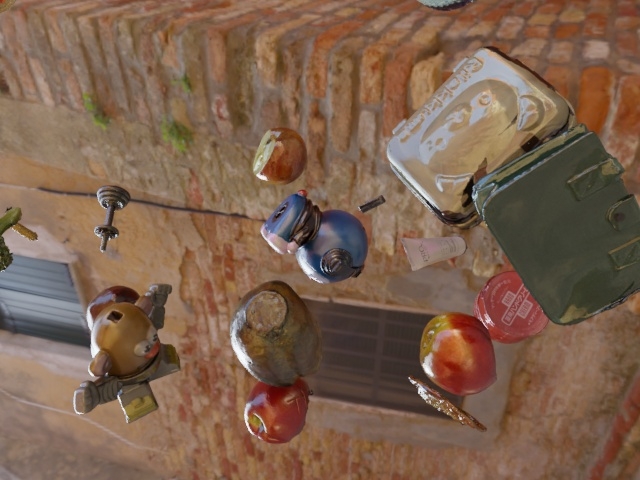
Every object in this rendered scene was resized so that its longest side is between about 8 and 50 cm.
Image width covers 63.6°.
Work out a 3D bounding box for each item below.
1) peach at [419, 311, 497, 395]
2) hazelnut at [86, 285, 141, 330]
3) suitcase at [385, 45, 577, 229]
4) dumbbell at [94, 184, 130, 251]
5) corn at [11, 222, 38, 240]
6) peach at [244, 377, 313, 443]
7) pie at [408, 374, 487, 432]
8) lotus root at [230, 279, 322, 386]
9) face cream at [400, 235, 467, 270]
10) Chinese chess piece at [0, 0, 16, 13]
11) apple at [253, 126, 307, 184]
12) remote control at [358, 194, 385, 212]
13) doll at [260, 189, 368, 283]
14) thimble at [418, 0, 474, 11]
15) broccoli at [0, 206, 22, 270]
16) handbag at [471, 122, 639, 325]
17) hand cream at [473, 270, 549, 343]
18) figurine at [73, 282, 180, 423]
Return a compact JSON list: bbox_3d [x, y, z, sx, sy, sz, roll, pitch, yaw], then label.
[{"bbox_3d":[0.338,0.270,1.242,0.190,0.192,0.190,-60,14,25],"label":"peach"},{"bbox_3d":[-0.743,0.250,1.859,0.161,0.201,0.170,60,-163,-18],"label":"hazelnut"},{"bbox_3d":[0.347,-0.197,1.082,0.351,0.339,0.194,-45,-29,15],"label":"suitcase"},{"bbox_3d":[-0.710,-0.078,1.738,0.110,0.110,0.255,77,-170,-59],"label":"dumbbell"},{"bbox_3d":[-0.826,-0.026,1.440,0.083,0.027,0.028,39,-117,-23],"label":"corn"},{"bbox_3d":[-0.123,0.515,1.608,0.226,0.196,0.190,-24,-47,-51],"label":"peach"},{"bbox_3d":[0.256,0.338,1.064,0.033,0.191,0.088,-53,-23,-13],"label":"pie"},{"bbox_3d":[-0.117,0.247,1.388,0.346,0.250,0.251,76,-155,-61],"label":"lotus root"},{"bbox_3d":[0.312,0.025,1.416,0.243,0.058,0.092,-7,-109,-42],"label":"face cream"},{"bbox_3d":[-0.649,-0.496,0.990,0.122,0.122,0.051,75,171,-62],"label":"Chinese chess piece"},{"bbox_3d":[-0.122,-0.264,1.609,0.195,0.160,0.174,-123,39,-56],"label":"apple"},{"bbox_3d":[0.181,-0.124,1.804,0.039,0.096,0.014,50,-159,-42],"label":"remote control"},{"bbox_3d":[0.000,0.000,1.556,0.240,0.309,0.284,-49,19,14],"label":"doll"},{"bbox_3d":[0.281,-0.645,1.170,0.150,0.237,0.238,0,-79,-42],"label":"thimble"},{"bbox_3d":[-0.714,-0.012,1.131,0.122,0.118,0.204,42,-153,-26],"label":"broccoli"},{"bbox_3d":[0.446,-0.015,0.923,0.327,0.238,0.089,52,-160,-17],"label":"handbag"},{"bbox_3d":[0.537,0.191,1.457,0.125,0.192,0.193,88,-166,-66],"label":"hand cream"},{"bbox_3d":[-0.443,0.259,1.206,0.343,0.166,0.285,-95,1,-48],"label":"figurine"}]
